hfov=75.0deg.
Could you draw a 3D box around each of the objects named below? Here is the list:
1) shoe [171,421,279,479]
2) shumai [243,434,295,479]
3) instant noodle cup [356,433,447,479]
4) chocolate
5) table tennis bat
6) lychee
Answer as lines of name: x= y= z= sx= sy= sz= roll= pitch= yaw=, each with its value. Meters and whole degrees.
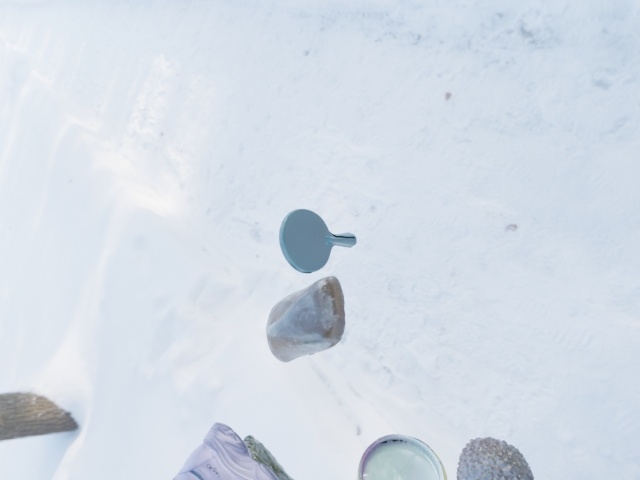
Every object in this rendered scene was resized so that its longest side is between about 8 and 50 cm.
shoe: x=-0.142 y=0.438 z=0.705 sx=0.245 sy=0.095 sz=0.137 roll=37 pitch=62 yaw=24
shumai: x=-0.144 y=0.549 z=0.826 sx=0.256 sy=0.218 sz=0.189 roll=43 pitch=98 yaw=6
instant noodle cup: x=0.235 y=0.755 z=1.223 sx=0.325 sy=0.325 sz=0.254 roll=33 pitch=134 yaw=46
chocolate: x=-0.053 y=0.184 z=0.968 sx=0.254 sy=0.080 sz=0.157 roll=-32 pitch=53 yaw=43
table tennis bat: x=0.000 y=0.000 z=0.815 sx=0.033 sy=0.201 sz=0.125 roll=-13 pitch=81 yaw=43
lychee: x=0.372 y=0.520 z=0.917 sx=0.197 sy=0.165 sz=0.165 roll=-19 pitch=63 yaw=53
